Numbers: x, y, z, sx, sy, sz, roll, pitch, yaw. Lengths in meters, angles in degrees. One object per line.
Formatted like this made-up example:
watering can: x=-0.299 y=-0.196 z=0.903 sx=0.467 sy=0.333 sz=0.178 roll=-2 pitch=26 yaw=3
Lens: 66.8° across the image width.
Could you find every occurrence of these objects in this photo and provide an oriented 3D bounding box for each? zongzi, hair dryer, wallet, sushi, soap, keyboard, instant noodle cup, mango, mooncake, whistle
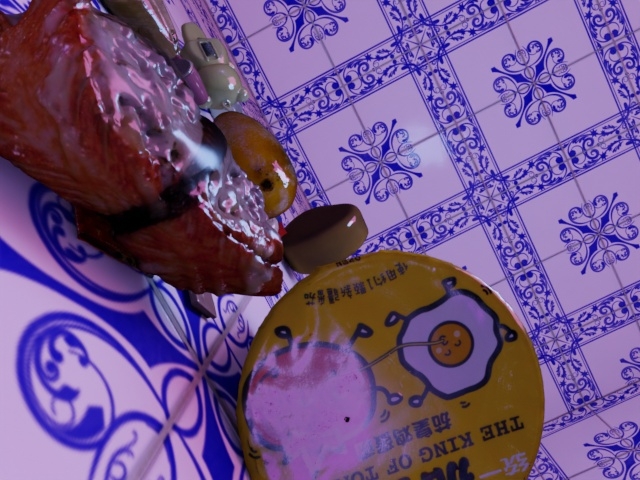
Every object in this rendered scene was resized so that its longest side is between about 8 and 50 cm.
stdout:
zongzi: x=-0.312 y=-0.377 z=0.810 sx=0.160 sy=0.078 sz=0.176 roll=62 pitch=15 yaw=-13
hair dryer: x=-0.303 y=-0.380 z=1.064 sx=0.154 sy=0.054 sz=0.106 roll=61 pitch=-1 yaw=21
wallet: x=-0.210 y=-0.063 z=0.480 sx=0.103 sy=0.020 sz=0.197 roll=46 pitch=19 yaw=-59
sushi: x=-0.141 y=-0.061 z=0.412 sx=0.332 sy=0.124 sz=0.130 roll=52 pitch=24 yaw=-45
soap: x=-0.251 y=-0.351 z=1.332 sx=0.198 sy=0.063 sz=0.115 roll=-107 pitch=171 yaw=-63
keyboard: x=-0.162 y=0.018 z=0.600 sx=0.055 sy=0.017 sz=0.166 roll=64 pitch=2 yaw=-57
instant noodle cup: x=0.067 y=0.171 z=0.614 sx=0.326 sy=0.325 sz=0.254 roll=63 pitch=-4 yaw=-2
mango: x=-0.148 y=-0.168 z=1.007 sx=0.316 sy=0.146 sz=0.193 roll=59 pitch=-7 yaw=43
mooncake: x=0.000 y=0.000 z=1.267 sx=0.235 sy=0.234 sz=0.117 roll=-107 pitch=172 yaw=-64
whistle: x=-0.275 y=-0.423 z=1.183 sx=0.289 sy=0.131 sz=0.106 roll=62 pitch=-26 yaw=22

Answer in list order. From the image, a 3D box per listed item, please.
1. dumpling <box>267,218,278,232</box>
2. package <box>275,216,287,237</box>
dumpling: x=-0.119 y=-0.025 z=1.149 sx=0.077 sy=0.043 sz=0.060 roll=-118 pitch=-163 yaw=-50
package: x=-0.146 y=-0.093 z=1.208 sx=0.200 sy=0.022 sz=0.083 roll=60 pitch=26 yaw=-5
